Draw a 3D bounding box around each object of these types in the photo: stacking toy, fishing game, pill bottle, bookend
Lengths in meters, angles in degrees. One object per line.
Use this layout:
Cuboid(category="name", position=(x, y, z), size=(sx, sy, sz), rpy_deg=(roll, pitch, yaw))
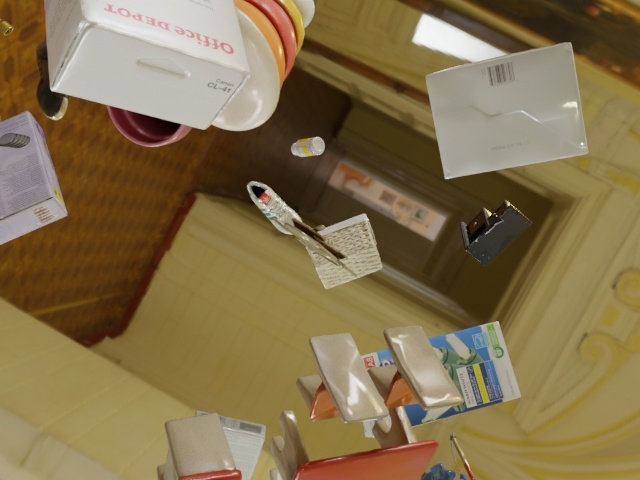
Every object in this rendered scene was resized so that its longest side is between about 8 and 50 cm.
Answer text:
Cuboid(category="stacking toy", position=(-0.150, -0.536, 1.824), size=(0.480, 0.351, 0.350), rpy_deg=(-50, 169, -39))
Cuboid(category="fishing game", position=(0.192, 0.481, 1.252), size=(0.189, 0.041, 0.264), rpy_deg=(-102, -147, -72))
Cuboid(category="pill bottle", position=(-0.032, -0.225, 1.706), size=(0.083, 0.043, 0.043), rpy_deg=(0, -129, 47))
Cuboid(category="bookend", position=(0.428, -0.042, 1.742), size=(0.157, 0.072, 0.156), rpy_deg=(-48, -167, 24))

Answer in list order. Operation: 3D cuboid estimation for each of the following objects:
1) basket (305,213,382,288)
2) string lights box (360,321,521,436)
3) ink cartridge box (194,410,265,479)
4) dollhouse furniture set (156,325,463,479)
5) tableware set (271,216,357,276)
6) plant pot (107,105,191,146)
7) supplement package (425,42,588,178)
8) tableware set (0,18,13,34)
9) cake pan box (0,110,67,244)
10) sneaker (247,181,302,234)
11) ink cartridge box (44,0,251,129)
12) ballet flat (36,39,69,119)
Cuboid(category="basket", position=(0.059, 0.030, 1.715), size=(0.113, 0.167, 0.103), rpy_deg=(65, 5, -49))
Cuboid(category="string lights box", position=(0.187, 0.233, 1.190), size=(0.077, 0.260, 0.133), rpy_deg=(117, -41, -74))
Cuboid(category="ink cartridge box", position=(-0.200, 0.433, 1.420), size=(0.045, 0.145, 0.179), rpy_deg=(-92, -161, -60))
Cuboid(category="dollhouse furniture set", position=(-0.011, 0.227, 0.653), size=(0.135, 0.259, 0.262), rpy_deg=(-119, -144, -44))
Cuboid(category="tableware set", position=(0.000, 0.000, 1.340), size=(0.039, 0.128, 0.194), rpy_deg=(-57, 149, -5))
Cuboid(category="plant pot", position=(-0.330, -0.313, 1.530), size=(0.201, 0.201, 0.180), rpy_deg=(-63, 171, 21))
Cuboid(category="supplement package", position=(0.356, -0.249, 1.349), size=(0.145, 0.262, 0.204), rpy_deg=(-41, 120, -68))
Cuboid(category="tableware set", position=(-0.664, -0.371, 1.374), size=(0.154, 0.024, 0.104), rpy_deg=(-43, -173, -1))
Cuboid(category="cake pan box", position=(-0.632, -0.096, 1.321), size=(0.267, 0.245, 0.070), rpy_deg=(-26, 146, -8))
Cuboid(category="sneaker", position=(-0.108, -0.075, 1.587), size=(0.057, 0.161, 0.075), rpy_deg=(-46, 161, 3))
Cuboid(category="ink cartridge box", position=(-0.240, -0.323, 0.940), size=(0.131, 0.226, 0.306), rpy_deg=(-40, -128, 41))
Cuboid(category="ballet flat", position=(-0.410, -0.249, 1.101), size=(0.057, 0.173, 0.049), rpy_deg=(-26, 144, 10))
